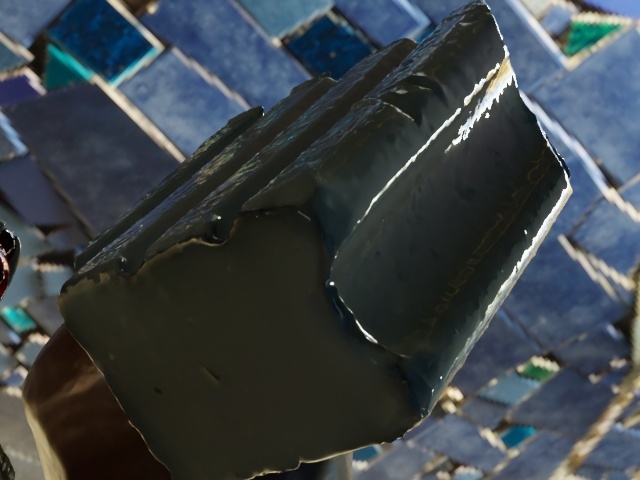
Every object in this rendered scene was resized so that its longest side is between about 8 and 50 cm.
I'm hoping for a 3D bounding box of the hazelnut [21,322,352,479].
[{"bbox_3d":[-0.143,0.210,1.463,0.366,0.366,0.366,34,34,-27],"label":"hazelnut"}]

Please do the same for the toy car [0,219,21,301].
[{"bbox_3d":[-0.323,0.011,1.098,0.139,0.112,0.112,29,-8,-8],"label":"toy car"}]

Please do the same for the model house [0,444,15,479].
[{"bbox_3d":[-0.330,0.163,0.762,0.321,0.261,0.266,-37,75,-16],"label":"model house"}]

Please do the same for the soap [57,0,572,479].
[{"bbox_3d":[0.000,0.000,1.162,0.213,0.350,0.435,61,34,-13],"label":"soap"}]
